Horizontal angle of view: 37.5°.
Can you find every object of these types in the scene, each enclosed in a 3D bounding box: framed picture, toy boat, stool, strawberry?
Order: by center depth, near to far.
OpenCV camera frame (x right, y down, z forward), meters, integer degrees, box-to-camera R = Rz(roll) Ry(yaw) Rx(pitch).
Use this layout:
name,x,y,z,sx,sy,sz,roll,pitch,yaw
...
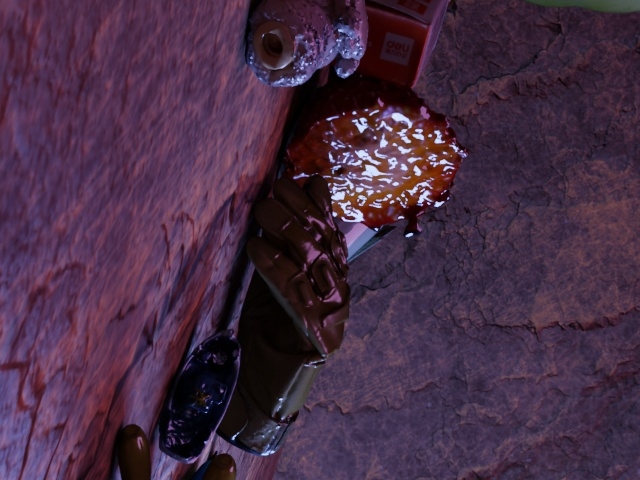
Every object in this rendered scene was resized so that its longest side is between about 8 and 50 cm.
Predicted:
name,x,y,z,sx,sy,sz,roll,pitch,yaw
stool,-0.134,0.231,0.775,0.135,0.134,0.111,-16,139,-25
toy boat,-0.117,0.151,0.934,0.137,0.060,0.061,-66,-165,-21
strawberry,0.066,-0.135,1.182,0.234,0.233,0.178,103,-12,-49
framed picture,0.010,0.045,1.469,0.232,0.019,0.296,-35,178,8

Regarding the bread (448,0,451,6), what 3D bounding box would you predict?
name,x,y,z,sx,sy,sz,roll,pitch,yaw
bread,0.132,-0.379,1.327,0.232,0.135,0.247,-59,-179,18

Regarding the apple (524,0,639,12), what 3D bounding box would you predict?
name,x,y,z,sx,sy,sz,roll,pitch,yaw
apple,0.482,-0.593,1.568,0.473,0.473,0.474,18,90,-85

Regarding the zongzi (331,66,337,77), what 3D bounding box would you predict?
name,x,y,z,sx,sy,sz,roll,pitch,yaw
zongzi,0.055,-0.242,1.332,0.067,0.073,0.083,77,26,-44

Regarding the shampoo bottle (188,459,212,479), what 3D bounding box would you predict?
name,x,y,z,sx,sy,sz,roll,pitch,yaw
shampoo bottle,-0.159,0.342,1.218,0.183,0.050,0.087,-35,140,-82

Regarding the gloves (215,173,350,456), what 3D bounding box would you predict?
name,x,y,z,sx,sy,sz,roll,pitch,yaw
gloves,-0.037,0.086,1.116,0.154,0.141,0.331,-35,143,-80

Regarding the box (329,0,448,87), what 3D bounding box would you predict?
name,x,y,z,sx,sy,sz,roll,pitch,yaw
box,0.079,-0.271,1.145,0.182,0.133,0.099,-60,168,-57

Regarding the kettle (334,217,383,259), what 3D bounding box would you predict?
name,x,y,z,sx,sy,sz,roll,pitch,yaw
kettle,-0.003,-0.005,1.279,0.148,0.098,0.126,-45,-159,-27

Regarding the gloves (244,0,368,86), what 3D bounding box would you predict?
name,x,y,z,sx,sy,sz,roll,pitch,yaw
gloves,-0.007,-0.182,0.801,0.110,0.094,0.144,85,29,-49

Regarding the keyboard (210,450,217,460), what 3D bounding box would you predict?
name,x,y,z,sx,sy,sz,roll,pitch,yaw
keyboard,-0.185,0.404,1.365,0.074,0.015,0.197,100,10,-61
